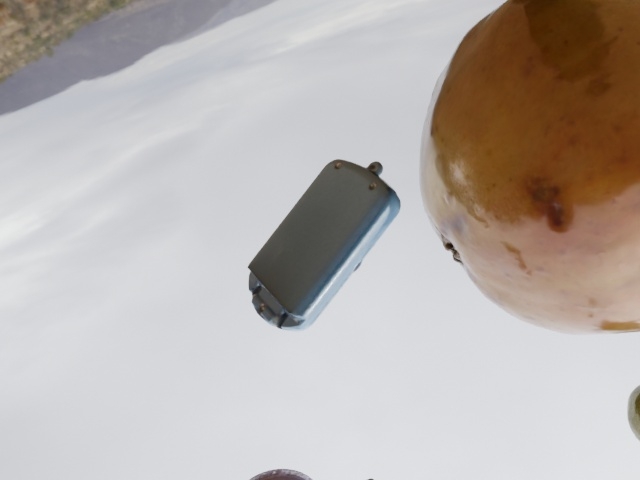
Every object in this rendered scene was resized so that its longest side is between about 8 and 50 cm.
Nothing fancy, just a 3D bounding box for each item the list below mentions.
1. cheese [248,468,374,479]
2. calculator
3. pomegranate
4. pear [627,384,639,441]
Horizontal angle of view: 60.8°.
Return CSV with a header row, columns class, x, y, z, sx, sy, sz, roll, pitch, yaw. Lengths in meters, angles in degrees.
class,x,y,z,sx,sy,sz,roll,pitch,yaw
cheese,-0.026,0.324,0.647,0.191,0.105,0.042,15,-179,-19
calculator,0.000,0.000,0.588,0.210,0.039,0.121,-53,-136,1
pomegranate,0.308,-0.104,0.580,0.410,0.410,0.410,-19,-156,9
pear,0.685,0.348,1.064,0.167,0.136,0.167,17,-142,-14
